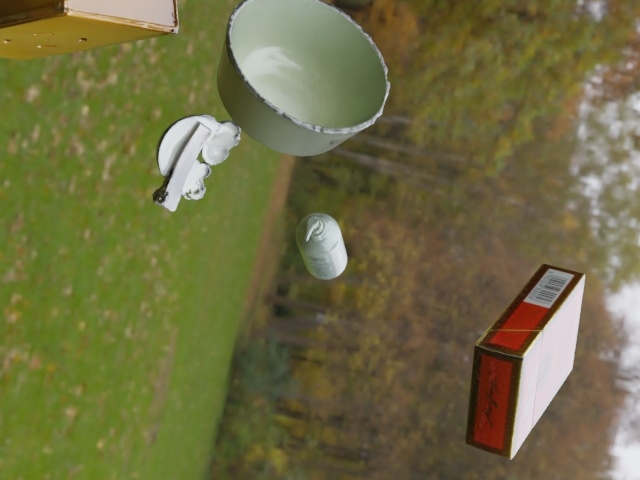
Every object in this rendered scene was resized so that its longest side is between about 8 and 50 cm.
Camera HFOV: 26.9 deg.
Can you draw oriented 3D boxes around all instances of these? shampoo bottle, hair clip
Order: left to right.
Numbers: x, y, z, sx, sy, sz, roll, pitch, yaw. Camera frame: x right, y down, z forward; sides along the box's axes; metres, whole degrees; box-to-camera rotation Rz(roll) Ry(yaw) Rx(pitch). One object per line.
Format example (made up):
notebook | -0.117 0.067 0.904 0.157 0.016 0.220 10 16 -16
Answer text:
hair clip | -0.199 -0.125 2.035 0.049 0.116 0.172 23 -97 48
shampoo bottle | 0.000 0.000 1.606 0.195 0.056 0.056 76 26 -74

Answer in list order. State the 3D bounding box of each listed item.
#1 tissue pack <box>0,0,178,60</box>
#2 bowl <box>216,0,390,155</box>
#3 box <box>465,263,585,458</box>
tissue pack | -0.340 -0.310 1.623 0.194 0.274 0.145 -5 91 -55
bowl | -0.036 -0.184 1.582 0.112 0.211 0.211 -47 -156 47
box | 0.264 0.149 1.710 0.240 0.074 0.153 -40 143 -52
